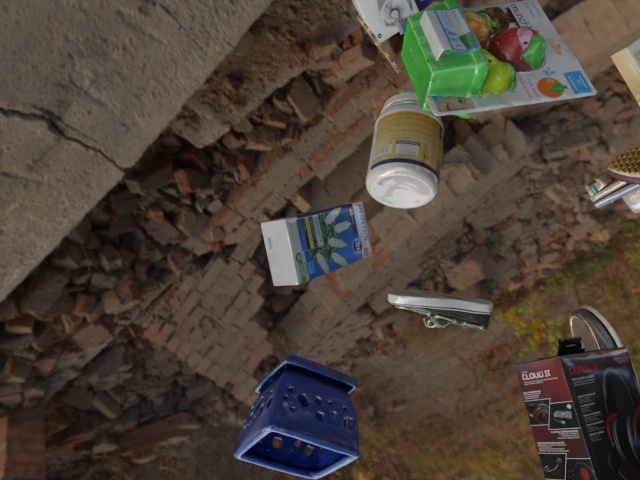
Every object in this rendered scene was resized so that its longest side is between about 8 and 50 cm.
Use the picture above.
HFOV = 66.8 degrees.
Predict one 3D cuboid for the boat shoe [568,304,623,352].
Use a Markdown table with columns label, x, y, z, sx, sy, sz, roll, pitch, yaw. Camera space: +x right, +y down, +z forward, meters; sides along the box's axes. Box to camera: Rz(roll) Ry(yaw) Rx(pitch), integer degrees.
| label | x | y | z | sx | sy | sz | roll | pitch | yaw |
| --- | --- | --- | --- | --- | --- | --- | --- | --- | --- |
| boat shoe | 0.654 | 0.317 | 1.137 | 0.096 | 0.325 | 0.116 | -19 | 177 | -6 |

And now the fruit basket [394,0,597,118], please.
| label | x | y | z | sx | sy | sz | roll | pitch | yaw |
| --- | --- | --- | --- | --- | --- | --- | --- | --- | --- |
| fruit basket | 0.367 | -0.414 | 1.048 | 0.352 | 0.327 | 0.165 | -11 | 150 | 0 |

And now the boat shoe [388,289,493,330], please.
| label | x | y | z | sx | sy | sz | roll | pitch | yaw |
| --- | --- | --- | --- | --- | --- | --- | --- | --- | --- |
| boat shoe | 0.245 | 0.147 | 1.002 | 0.219 | 0.078 | 0.070 | 8 | 96 | -1 |

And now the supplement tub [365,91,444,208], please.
| label | x | y | z | sx | sy | sz | roll | pitch | yaw |
| --- | --- | --- | --- | --- | --- | --- | --- | --- | --- |
| supplement tub | 0.274 | -0.287 | 1.548 | 0.228 | 0.316 | 0.228 | 9 | 156 | 4 |

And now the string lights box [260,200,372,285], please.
| label | x | y | z | sx | sy | sz | roll | pitch | yaw |
| --- | --- | --- | --- | --- | --- | --- | --- | --- | --- |
| string lights box | 0.000 | 0.000 | 1.054 | 0.259 | 0.076 | 0.134 | -18 | 98 | -48 |

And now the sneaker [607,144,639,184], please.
| label | x | y | z | sx | sy | sz | roll | pitch | yaw |
| --- | --- | --- | --- | --- | --- | --- | --- | --- | --- |
| sneaker | 0.506 | -0.084 | 0.677 | 0.070 | 0.185 | 0.084 | -51 | 126 | -20 |

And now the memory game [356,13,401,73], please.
| label | x | y | z | sx | sy | sz | roll | pitch | yaw |
| --- | --- | --- | --- | --- | --- | --- | --- | --- | --- |
| memory game | 0.154 | -0.517 | 1.279 | 0.012 | 0.186 | 0.186 | -37 | 139 | 19 |

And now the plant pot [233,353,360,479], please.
| label | x | y | z | sx | sy | sz | roll | pitch | yaw |
| --- | --- | --- | --- | --- | --- | --- | --- | --- | --- |
| plant pot | -0.049 | 0.423 | 1.182 | 0.235 | 0.212 | 0.236 | 24 | 134 | -16 |

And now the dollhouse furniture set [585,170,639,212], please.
| label | x | y | z | sx | sy | sz | roll | pitch | yaw |
| --- | --- | --- | --- | --- | --- | --- | --- | --- | --- |
| dollhouse furniture set | 0.679 | -0.081 | 0.972 | 0.303 | 0.198 | 0.286 | -26 | 169 | -33 |

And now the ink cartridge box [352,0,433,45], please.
| label | x | y | z | sx | sy | sz | roll | pitch | yaw |
| --- | --- | --- | --- | --- | --- | --- | --- | --- | --- |
| ink cartridge box | 0.208 | -0.735 | 1.431 | 0.224 | 0.045 | 0.223 | -33 | 124 | 6 |

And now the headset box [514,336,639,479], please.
| label | x | y | z | sx | sy | sz | roll | pitch | yaw |
| --- | --- | --- | --- | --- | --- | --- | --- | --- | --- |
| headset box | 0.505 | 0.330 | 0.909 | 0.218 | 0.293 | 0.110 | 2 | 158 | -29 |

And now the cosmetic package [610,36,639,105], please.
| label | x | y | z | sx | sy | sz | roll | pitch | yaw |
| --- | --- | --- | --- | --- | --- | --- | --- | --- | --- |
| cosmetic package | 0.582 | -0.303 | 0.869 | 0.060 | 0.115 | 0.041 | -33 | -176 | -7 |
